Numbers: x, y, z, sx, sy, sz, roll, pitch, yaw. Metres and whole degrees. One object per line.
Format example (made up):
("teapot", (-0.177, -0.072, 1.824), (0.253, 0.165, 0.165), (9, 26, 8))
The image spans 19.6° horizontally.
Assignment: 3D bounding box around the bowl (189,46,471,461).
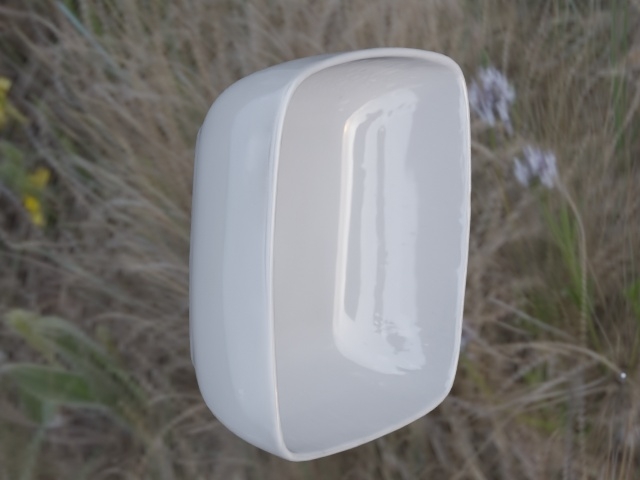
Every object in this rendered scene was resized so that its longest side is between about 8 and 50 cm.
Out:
("bowl", (0.000, 0.000, 0.672), (0.053, 0.142, 0.142), (8, 101, 30))
